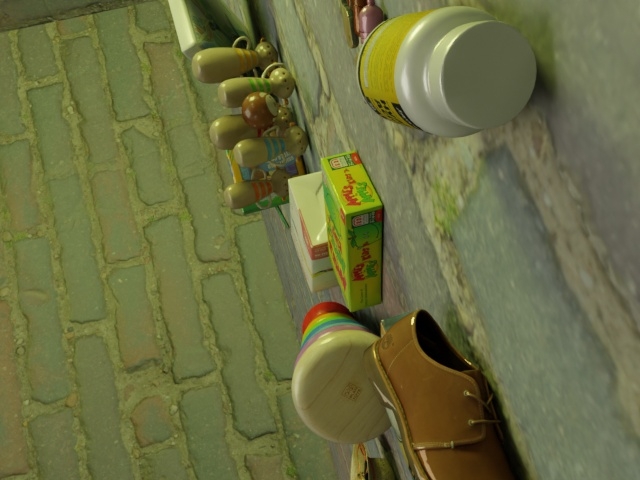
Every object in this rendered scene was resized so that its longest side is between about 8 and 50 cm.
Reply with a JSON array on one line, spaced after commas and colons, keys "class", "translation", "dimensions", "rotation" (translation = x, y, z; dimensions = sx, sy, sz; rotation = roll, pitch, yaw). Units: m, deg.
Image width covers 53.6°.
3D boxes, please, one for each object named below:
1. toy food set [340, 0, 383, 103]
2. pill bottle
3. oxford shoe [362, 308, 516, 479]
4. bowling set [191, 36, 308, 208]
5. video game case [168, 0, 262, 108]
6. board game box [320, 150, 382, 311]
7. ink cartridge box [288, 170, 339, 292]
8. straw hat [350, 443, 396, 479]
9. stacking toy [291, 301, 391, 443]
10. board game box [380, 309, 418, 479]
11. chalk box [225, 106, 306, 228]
[{"class": "toy food set", "translation": [0.037, -0.180, 0.533], "dimensions": [0.078, 0.019, 0.122], "rotation": [91, 170, -63]}, {"class": "pill bottle", "translation": [0.063, -0.090, 0.337], "dimensions": [0.116, 0.065, 0.065], "rotation": [-128, 24, -70]}, {"class": "oxford shoe", "translation": [0.107, 0.142, 0.481], "dimensions": [0.076, 0.076, 0.212], "rotation": [-53, 51, 27]}, {"class": "bowling set", "translation": [-0.079, -0.188, 1.011], "dimensions": [0.199, 0.154, 0.287], "rotation": [12, 117, 59]}, {"class": "video game case", "translation": [-0.205, -0.410, 1.281], "dimensions": [0.300, 0.036, 0.329], "rotation": [38, -151, -56]}, {"class": "board game box", "translation": [0.038, -0.006, 0.751], "dimensions": [0.181, 0.043, 0.092], "rotation": [84, 167, -50]}, {"class": "ink cartridge box", "translation": [0.000, 0.000, 0.943], "dimensions": [0.198, 0.067, 0.115], "rotation": [90, 163, -62]}, {"class": "straw hat", "translation": [0.093, 0.399, 1.061], "dimensions": [0.144, 0.061, 0.145], "rotation": [-178, 90, -80]}, {"class": "stacking toy", "translation": [0.026, 0.154, 0.905], "dimensions": [0.330, 0.141, 0.141], "rotation": [-113, 9, -81]}, {"class": "board game box", "translation": [0.118, 0.211, 0.605], "dimensions": [0.165, 0.042, 0.243], "rotation": [84, 168, -49]}, {"class": "chalk box", "translation": [-0.101, -0.123, 1.184], "dimensions": [0.132, 0.131, 0.213], "rotation": [-151, 46, -79]}]
